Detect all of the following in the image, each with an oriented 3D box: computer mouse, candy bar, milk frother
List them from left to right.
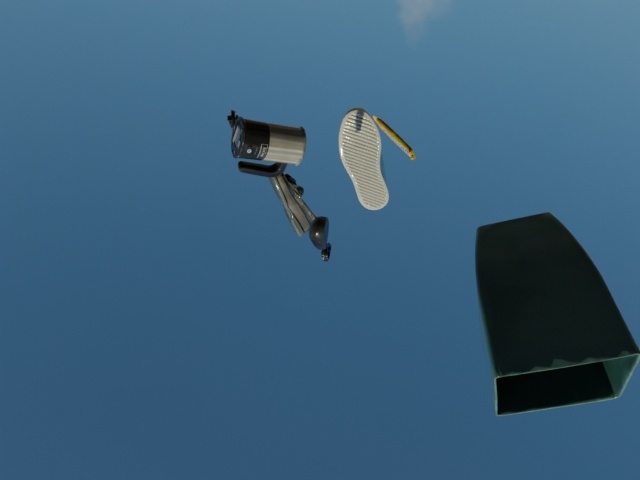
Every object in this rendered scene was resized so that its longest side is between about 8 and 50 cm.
[{"bbox_3d":[-0.119,-0.217,1.208,0.135,0.129,0.143,4,-118,-26],"label":"milk frother"},{"bbox_3d":[0.000,0.000,1.445,0.041,0.242,0.071,6,-109,7],"label":"computer mouse"},{"bbox_3d":[0.178,-0.248,1.398,0.018,0.040,0.161,-40,-124,5],"label":"candy bar"}]

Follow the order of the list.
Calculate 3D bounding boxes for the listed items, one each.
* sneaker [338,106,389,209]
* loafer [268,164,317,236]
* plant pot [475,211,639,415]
[{"bbox_3d":[0.130,-0.275,1.847,0.135,0.366,0.150,-12,-140,3],"label":"sneaker"},{"bbox_3d":[-0.078,-0.127,1.680,0.084,0.267,0.096,-29,-134,-6],"label":"loafer"},{"bbox_3d":[0.295,0.092,0.796,0.165,0.165,0.234,-12,-125,10],"label":"plant pot"}]
